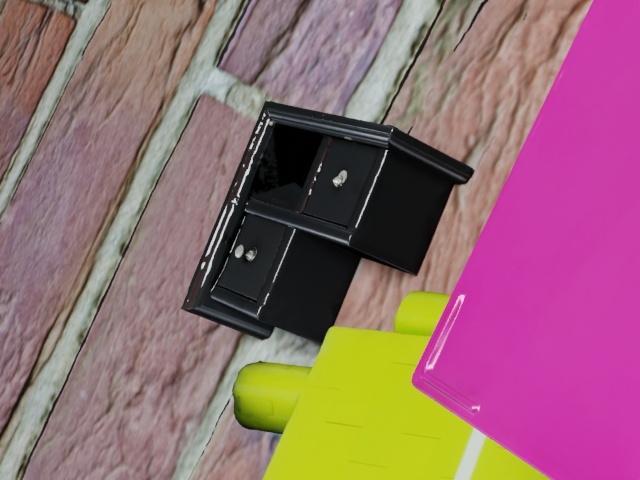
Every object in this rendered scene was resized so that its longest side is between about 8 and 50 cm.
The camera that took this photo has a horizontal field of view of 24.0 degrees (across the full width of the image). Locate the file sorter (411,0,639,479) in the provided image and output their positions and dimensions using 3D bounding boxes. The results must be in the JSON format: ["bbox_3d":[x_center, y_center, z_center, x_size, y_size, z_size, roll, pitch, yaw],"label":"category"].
[{"bbox_3d":[0.217,-0.012,0.605,0.202,0.182,0.291,31,96,55],"label":"file sorter"}]

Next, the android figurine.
[{"bbox_3d":[0.054,0.133,0.791,0.272,0.056,0.248,3,56,34],"label":"android figurine"}]

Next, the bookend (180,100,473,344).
[{"bbox_3d":[0.000,0.000,0.989,0.156,0.072,0.157,20,87,56],"label":"bookend"}]
